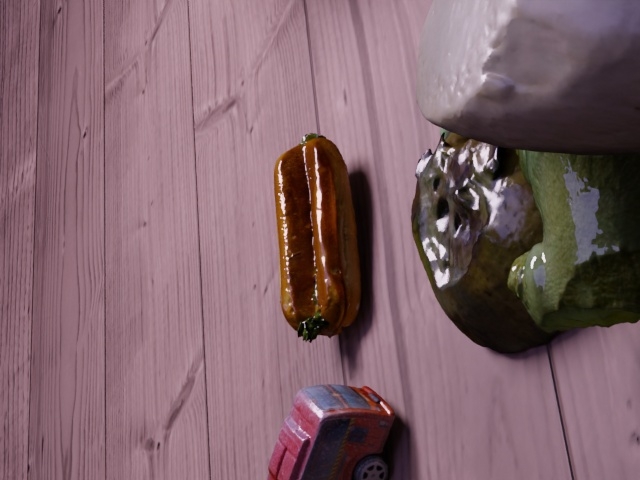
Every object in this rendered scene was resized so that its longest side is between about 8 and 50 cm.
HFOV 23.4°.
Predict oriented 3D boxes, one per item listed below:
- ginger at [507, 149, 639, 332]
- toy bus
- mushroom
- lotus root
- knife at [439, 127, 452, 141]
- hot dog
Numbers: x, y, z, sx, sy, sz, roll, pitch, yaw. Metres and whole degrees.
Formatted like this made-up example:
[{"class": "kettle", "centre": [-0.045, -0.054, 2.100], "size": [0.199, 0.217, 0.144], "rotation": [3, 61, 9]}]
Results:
[{"class": "ginger", "centre": [0.181, -0.082, 0.917], "size": [0.137, 0.089, 0.290], "rotation": [20, 96, 59]}, {"class": "toy bus", "centre": [-0.007, 0.202, 1.169], "size": [0.065, 0.077, 0.192], "rotation": [38, 113, 59]}, {"class": "mushroom", "centre": [0.180, -0.097, 0.791], "size": [0.350, 0.128, 0.128], "rotation": [14, 90, 39]}, {"class": "lotus root", "centre": [0.114, -0.025, 1.045], "size": [0.183, 0.078, 0.203], "rotation": [-57, 30, 32]}, {"class": "knife", "centre": [0.152, -0.199, 1.118], "size": [0.293, 0.020, 0.043], "rotation": [-63, 27, 24]}, {"class": "hot dog", "centre": [0.000, 0.000, 1.277], "size": [0.072, 0.055, 0.188], "rotation": [-16, 65, 27]}]
